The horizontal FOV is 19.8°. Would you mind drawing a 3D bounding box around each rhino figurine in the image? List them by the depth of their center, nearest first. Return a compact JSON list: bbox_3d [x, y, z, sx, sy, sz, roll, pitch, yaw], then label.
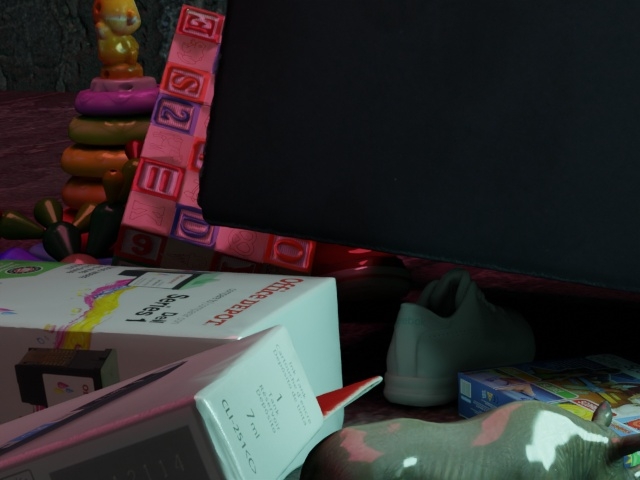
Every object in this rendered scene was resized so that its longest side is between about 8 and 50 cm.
[{"bbox_3d":[0.096,0.140,1.001,0.243,0.106,0.073,-5,12,-20],"label":"rhino figurine"}]

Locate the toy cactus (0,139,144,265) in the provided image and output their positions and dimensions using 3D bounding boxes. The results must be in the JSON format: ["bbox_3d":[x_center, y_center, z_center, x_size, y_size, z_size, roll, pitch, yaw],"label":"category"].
[{"bbox_3d":[-0.238,0.005,1.725,0.219,0.112,0.180,-31,43,0],"label":"toy cactus"}]

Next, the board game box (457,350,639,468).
[{"bbox_3d":[0.202,0.122,1.289,0.136,0.035,0.201,-6,11,-21],"label":"board game box"}]

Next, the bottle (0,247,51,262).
[{"bbox_3d":[-0.329,0.050,1.597,0.283,0.092,0.118,2,10,17],"label":"bottle"}]

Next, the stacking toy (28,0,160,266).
[{"bbox_3d":[-0.203,-0.111,1.883,0.166,0.302,0.175,-9,12,-36],"label":"stacking toy"}]

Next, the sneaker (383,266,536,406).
[{"bbox_3d":[0.116,0.064,1.457,0.080,0.094,0.212,2,10,26],"label":"sneaker"}]

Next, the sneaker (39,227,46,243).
[{"bbox_3d":[-0.261,-0.003,2.056,0.057,0.047,0.119,27,22,21],"label":"sneaker"}]

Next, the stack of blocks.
[{"bbox_3d":[-0.080,-0.073,1.694,0.171,0.087,0.297,15,48,-6],"label":"stack of blocks"}]

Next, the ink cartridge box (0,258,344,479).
[{"bbox_3d":[-0.144,0.091,1.275,0.278,0.117,0.201,3,11,18],"label":"ink cartridge box"}]

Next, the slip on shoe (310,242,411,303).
[{"bbox_3d":[0.000,0.000,1.813,0.123,0.101,0.331,-2,12,-16],"label":"slip on shoe"}]

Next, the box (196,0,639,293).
[{"bbox_3d":[0.237,-0.106,1.506,0.480,0.297,0.472,9,3,31],"label":"box"}]

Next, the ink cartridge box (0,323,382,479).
[{"bbox_3d":[-0.138,0.121,0.988,0.296,0.066,0.261,-20,4,18],"label":"ink cartridge box"}]
